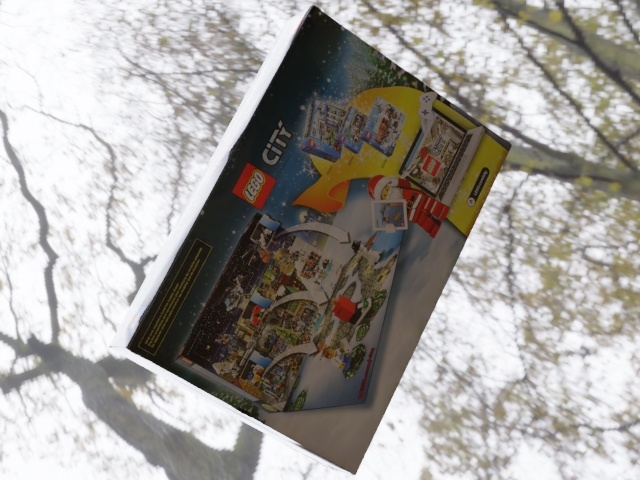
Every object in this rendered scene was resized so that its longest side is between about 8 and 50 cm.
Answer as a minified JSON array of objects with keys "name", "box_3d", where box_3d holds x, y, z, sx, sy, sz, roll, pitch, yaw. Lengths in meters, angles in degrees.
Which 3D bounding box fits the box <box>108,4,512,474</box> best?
[{"name":"box","box_3d":[0.000,0.000,0.709,0.159,0.044,0.233,32,-105,-18]}]
